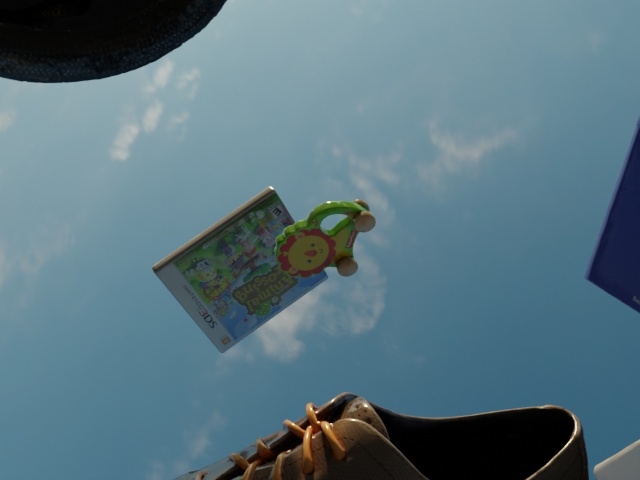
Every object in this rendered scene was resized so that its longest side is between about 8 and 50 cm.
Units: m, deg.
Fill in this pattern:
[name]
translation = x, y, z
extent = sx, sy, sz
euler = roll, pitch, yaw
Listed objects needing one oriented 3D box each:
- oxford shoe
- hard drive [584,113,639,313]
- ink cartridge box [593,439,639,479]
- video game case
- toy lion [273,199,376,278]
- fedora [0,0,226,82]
[oxford shoe]
translation = -0.028, 0.137, 0.333
extent = 0.130, 0.364, 0.132
euler = -140, -124, -63
[hard drive]
translation = 0.562, -0.036, 1.074
extent = 0.210, 0.040, 0.318
euler = -133, -133, -57
[ink cartridge box]
translation = 0.330, 0.079, 0.328
extent = 0.207, 0.353, 0.119
euler = -13, -121, -22
[video game case]
translation = -0.115, 0.050, 1.010
extent = 0.212, 0.193, 0.023
euler = -35, -145, -7
[toy lion]
translation = 0.000, 0.000, 0.714
extent = 0.034, 0.096, 0.100
euler = -110, -147, -50
[fedora]
translation = -0.235, -0.294, 0.586
extent = 0.334, 0.334, 0.153
euler = -57, -154, -7
